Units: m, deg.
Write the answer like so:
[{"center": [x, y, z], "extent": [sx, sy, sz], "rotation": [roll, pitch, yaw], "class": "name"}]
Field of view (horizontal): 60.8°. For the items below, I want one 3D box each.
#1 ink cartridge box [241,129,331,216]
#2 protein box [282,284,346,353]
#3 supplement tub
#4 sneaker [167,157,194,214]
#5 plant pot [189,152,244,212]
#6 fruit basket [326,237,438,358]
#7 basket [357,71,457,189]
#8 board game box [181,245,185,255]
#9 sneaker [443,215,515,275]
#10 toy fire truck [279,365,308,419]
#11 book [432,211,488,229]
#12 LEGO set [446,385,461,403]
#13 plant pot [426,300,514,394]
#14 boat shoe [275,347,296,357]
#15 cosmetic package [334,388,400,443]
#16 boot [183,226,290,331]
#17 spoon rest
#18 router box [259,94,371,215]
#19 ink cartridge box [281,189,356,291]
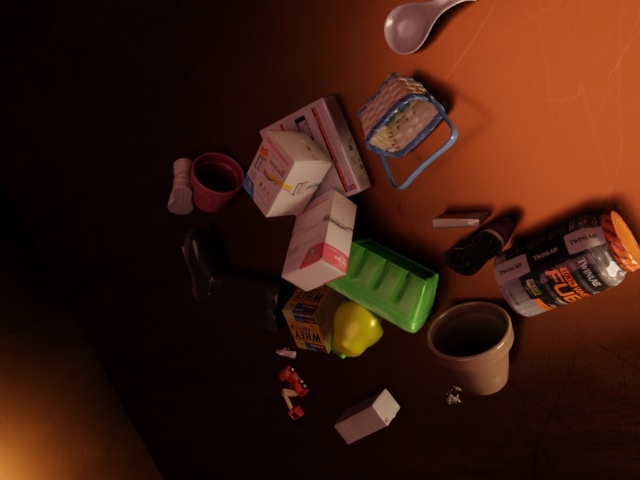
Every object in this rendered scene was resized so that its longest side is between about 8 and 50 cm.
[{"center": [-0.115, -0.222, 1.798], "extent": [0.171, 0.168, 0.233], "rotation": [52, 128, 27], "class": "ink cartridge box"}, {"center": [-0.009, 0.265, 1.995], "extent": [0.136, 0.201, 0.200], "rotation": [4, 129, 32], "class": "protein box"}, {"center": [0.674, 0.064, 1.500], "extent": [0.338, 0.207, 0.207], "rotation": [-32, 89, 38], "class": "supplement tub"}, {"center": [-0.570, -0.229, 2.269], "extent": [0.292, 0.108, 0.169], "rotation": [134, 140, -61], "class": "sneaker"}, {"center": [-0.414, -0.211, 2.122], "extent": [0.201, 0.201, 0.180], "rotation": [47, 142, 9], "class": "plant pot"}, {"center": [0.173, 0.217, 1.835], "extent": [0.392, 0.283, 0.392], "rotation": [3, 96, 26], "class": "fruit basket"}, {"center": [0.255, -0.329, 1.601], "extent": [0.255, 0.201, 0.289], "rotation": [-42, 52, 38], "class": "basket"}, {"center": [-0.568, 0.060, 2.422], "extent": [0.090, 0.020, 0.090], "rotation": [-12, 101, 35], "class": "board game box"}, {"center": [0.494, 0.017, 1.673], "extent": [0.107, 0.124, 0.283], "rotation": [48, 152, 1], "class": "sneaker"}, {"center": [-0.120, 0.634, 2.284], "extent": [0.047, 0.135, 0.192], "rotation": [-40, 85, 37], "class": "toy fire truck"}, {"center": [0.431, -0.066, 1.676], "extent": [0.144, 0.096, 0.035], "rotation": [-1, 107, 34], "class": "book"}, {"center": [0.471, 0.555, 1.939], "extent": [0.054, 0.023, 0.083], "rotation": [9, 113, 30], "class": "LEGO set"}, {"center": [0.494, 0.362, 1.729], "extent": [0.263, 0.263, 0.229], "rotation": [-5, 122, 34], "class": "plant pot"}, {"center": [-0.144, 0.469, 2.304], "extent": [0.100, 0.035, 0.035], "rotation": [8, 85, 35], "class": "boat shoe"}, {"center": [0.180, 0.683, 2.116], "extent": [0.107, 0.127, 0.238], "rotation": [50, 125, 6], "class": "cosmetic package"}, {"center": [-0.336, 0.154, 2.225], "extent": [0.445, 0.146, 0.367], "rotation": [16, 126, 31], "class": "boot"}, {"center": [0.298, -0.636, 1.546], "extent": [0.276, 0.084, 0.137], "rotation": [-22, 95, 36], "class": "spoon rest"}, {"center": [-0.022, -0.287, 1.891], "extent": [0.301, 0.082, 0.335], "rotation": [-17, 98, 37], "class": "router box"}, {"center": [0.000, 0.000, 1.811], "extent": [0.117, 0.283, 0.207], "rotation": [33, 141, -28], "class": "ink cartridge box"}]
